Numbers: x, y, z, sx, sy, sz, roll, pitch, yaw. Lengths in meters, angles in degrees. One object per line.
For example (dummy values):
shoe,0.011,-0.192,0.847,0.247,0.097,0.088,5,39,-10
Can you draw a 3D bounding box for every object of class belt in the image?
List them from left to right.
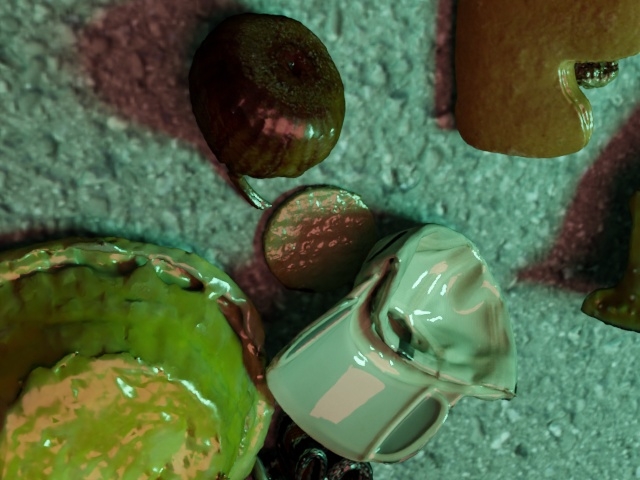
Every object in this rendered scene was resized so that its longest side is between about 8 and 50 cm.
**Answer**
belt,-0.039,0.353,1.277,0.126,0.094,0.359,4,115,-21

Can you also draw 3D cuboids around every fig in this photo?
fig,-0.062,-0.103,1.037,0.134,0.146,0.201,7,153,-18

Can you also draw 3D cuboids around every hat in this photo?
hat,0.065,0.100,1.173,0.226,0.164,0.219,-26,119,20

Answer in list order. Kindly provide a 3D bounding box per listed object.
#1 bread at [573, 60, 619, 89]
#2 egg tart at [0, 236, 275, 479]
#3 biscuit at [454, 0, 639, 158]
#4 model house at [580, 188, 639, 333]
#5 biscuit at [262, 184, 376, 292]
bread,0.241,-0.197,1.092,0.060,0.082,0.113,-10,100,1
egg tart,-0.214,0.181,1.094,0.388,0.169,0.387,-8,114,-18
biscuit,0.207,-0.159,1.056,0.036,0.186,0.192,-40,135,-50
model house,0.434,-0.004,1.231,0.268,0.173,0.239,0,107,-50
biscuit,0.000,0.000,1.151,0.120,0.015,0.120,-8,118,-15
